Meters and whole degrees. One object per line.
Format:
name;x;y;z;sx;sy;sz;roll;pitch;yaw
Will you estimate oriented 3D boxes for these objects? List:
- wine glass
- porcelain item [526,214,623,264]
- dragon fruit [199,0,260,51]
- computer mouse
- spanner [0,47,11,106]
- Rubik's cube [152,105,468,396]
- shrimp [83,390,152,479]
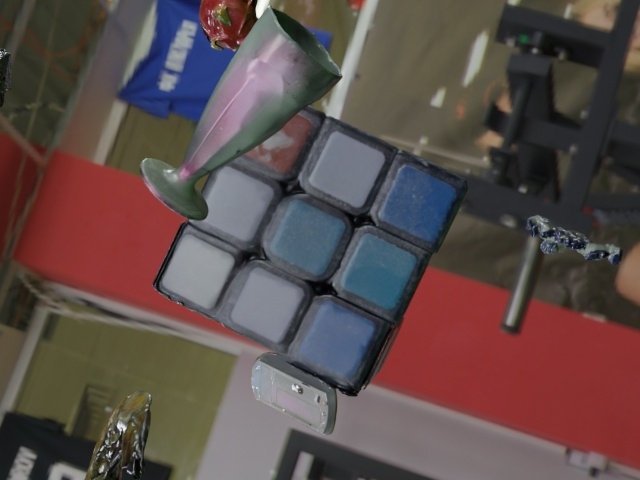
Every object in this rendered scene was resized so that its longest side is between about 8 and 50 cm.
wine glass;-0.058;-0.087;0.757;0.155;0.073;0.073;-47;-2;16
porcelain item;0.297;0.004;1.297;0.075;0.136;0.021;-17;-59;-41
dragon fruit;-0.122;-0.306;1.393;0.086;0.081;0.116;-146;38;-78
computer mouse;-0.040;0.254;1.751;0.045;0.199;0.102;-10;-69;-43
spanner;-0.469;-0.249;1.447;0.325;0.026;0.093;121;151;-84
Rubik's cube;0.000;0.000;1.636;0.363;0.362;0.359;8;-75;-83
shrimp;-0.275;0.336;1.377;0.233;0.071;0.365;-64;16;18
